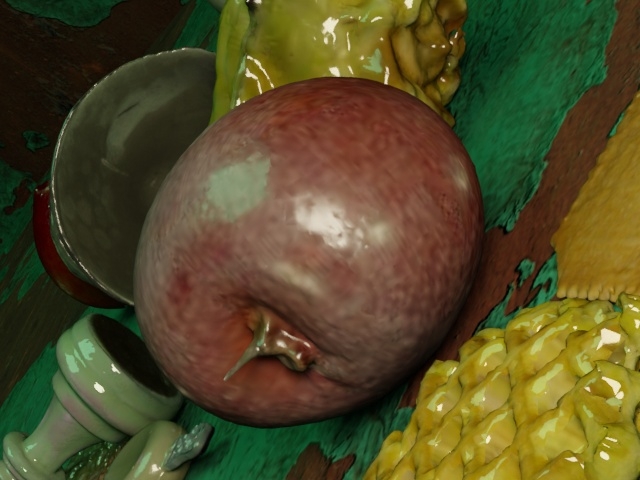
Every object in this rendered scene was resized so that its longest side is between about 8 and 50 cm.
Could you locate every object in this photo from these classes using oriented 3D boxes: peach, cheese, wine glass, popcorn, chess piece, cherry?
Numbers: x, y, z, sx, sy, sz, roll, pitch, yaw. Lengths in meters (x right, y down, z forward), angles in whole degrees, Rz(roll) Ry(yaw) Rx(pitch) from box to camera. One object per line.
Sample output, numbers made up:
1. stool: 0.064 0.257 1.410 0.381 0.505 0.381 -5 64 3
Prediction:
1. peach: -0.292 -0.014 2.006 0.197 0.197 0.197 -50 16 20
2. cheese: -0.147 0.207 1.386 0.092 0.047 0.171 -61 17 -18
3. wine glass: -0.174 -0.047 1.627 0.267 0.267 0.406 -58 12 -10
4. popcorn: 0.007 -0.152 1.342 0.252 0.215 0.286 16 108 44
5. chess piece: -0.274 0.207 1.512 0.271 0.139 0.139 -44 17 10
6. cherry: 0.000 0.000 1.067 0.261 0.221 0.307 -40 3 38

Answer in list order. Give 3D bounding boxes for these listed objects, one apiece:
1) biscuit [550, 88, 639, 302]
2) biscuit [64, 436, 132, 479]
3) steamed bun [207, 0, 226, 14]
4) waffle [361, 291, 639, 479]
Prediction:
1. biscuit: 0.223 -0.061 0.885 0.232 0.013 0.237 -59 15 -10
2. biscuit: -0.244 0.251 1.618 0.220 0.033 0.220 -49 16 19
3. steamed bun: 0.026 -0.378 1.700 0.374 0.241 0.374 -50 11 14
4. waffle: 0.080 0.141 0.829 0.291 0.051 0.291 -49 15 18
